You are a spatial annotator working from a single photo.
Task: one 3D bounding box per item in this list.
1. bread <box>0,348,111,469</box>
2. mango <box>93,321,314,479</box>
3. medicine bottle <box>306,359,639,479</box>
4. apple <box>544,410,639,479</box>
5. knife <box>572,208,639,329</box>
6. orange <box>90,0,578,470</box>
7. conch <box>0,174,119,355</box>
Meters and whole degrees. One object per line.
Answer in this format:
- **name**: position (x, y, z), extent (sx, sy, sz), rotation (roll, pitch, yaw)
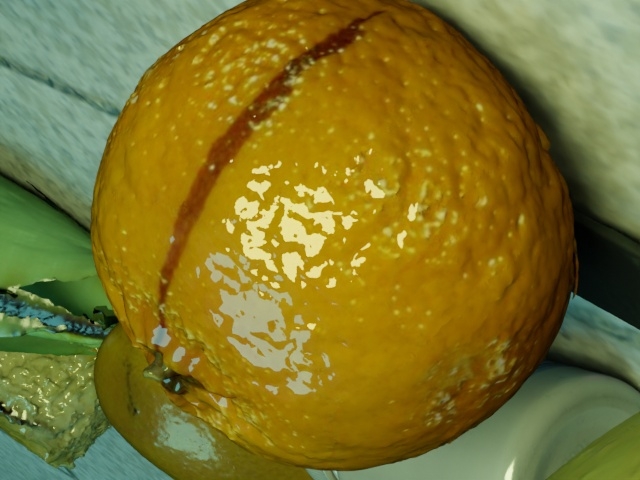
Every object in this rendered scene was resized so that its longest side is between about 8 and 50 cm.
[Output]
- **bread**: position (-0.250, 0.079, 1.437), extent (0.245, 0.121, 0.174), rotation (34, 169, 8)
- **mango**: position (-0.042, 0.124, 1.143), extent (0.227, 0.109, 0.147), rotation (36, 151, -1)
- **medicine bottle**: position (0.072, 0.101, 0.876), extent (0.103, 0.103, 0.187), rotation (50, 160, -26)
- **apple**: position (0.187, 0.182, 0.469), extent (0.357, 0.357, 0.357), rotation (36, 161, 15)
- **knife**: position (0.116, 0.011, 0.728), extent (0.245, 0.019, 0.072), rotation (32, 162, 35)
- **orange**: position (0.000, 0.000, 0.685), extent (0.193, 0.161, 0.193), rotation (32, 148, 23)
- **conch**: position (-0.225, 0.026, 1.237), extent (0.250, 0.137, 0.143), rotation (23, 154, 41)
